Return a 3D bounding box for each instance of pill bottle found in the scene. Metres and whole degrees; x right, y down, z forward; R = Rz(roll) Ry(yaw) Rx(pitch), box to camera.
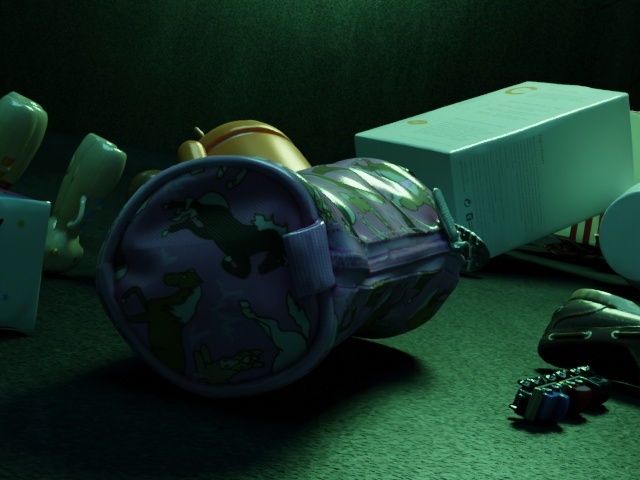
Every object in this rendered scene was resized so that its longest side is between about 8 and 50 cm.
[{"bbox_3d":[0.508,-0.006,2.024,0.169,0.169,0.301,13,7,30],"label":"pill bottle"}]

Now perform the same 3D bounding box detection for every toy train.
[{"bbox_3d":[0.177,0.112,1.022,0.036,0.027,0.158,25,11,27],"label":"toy train"}]

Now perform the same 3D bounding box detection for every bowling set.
[{"bbox_3d":[-0.239,-0.027,1.295,0.200,0.154,0.287,28,1,-10],"label":"bowling set"}]

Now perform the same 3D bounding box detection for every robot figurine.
[{"bbox_3d":[-0.059,-0.034,1.358,0.158,0.128,0.219,-9,37,-21],"label":"robot figurine"}]

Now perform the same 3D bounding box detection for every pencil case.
[{"bbox_3d":[-0.011,0.016,1.020,0.160,0.167,0.386,44,14,11],"label":"pencil case"}]

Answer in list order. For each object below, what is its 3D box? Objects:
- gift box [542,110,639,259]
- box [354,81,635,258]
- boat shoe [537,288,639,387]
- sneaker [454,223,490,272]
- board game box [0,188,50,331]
[{"bbox_3d":[0.473,-0.089,2.342,0.255,0.258,0.276,13,8,37],"label":"gift box"},{"bbox_3d":[0.255,-0.104,2.042,0.345,0.168,0.215,-20,21,-31],"label":"box"},{"bbox_3d":[0.277,0.098,1.161,0.207,0.073,0.073,10,42,40],"label":"boat shoe"},{"bbox_3d":[0.154,0.004,1.877,0.162,0.063,0.073,13,3,30],"label":"sneaker"},{"bbox_3d":[-0.366,-0.014,1.011,0.224,0.097,0.303,4,9,-41],"label":"board game box"}]
